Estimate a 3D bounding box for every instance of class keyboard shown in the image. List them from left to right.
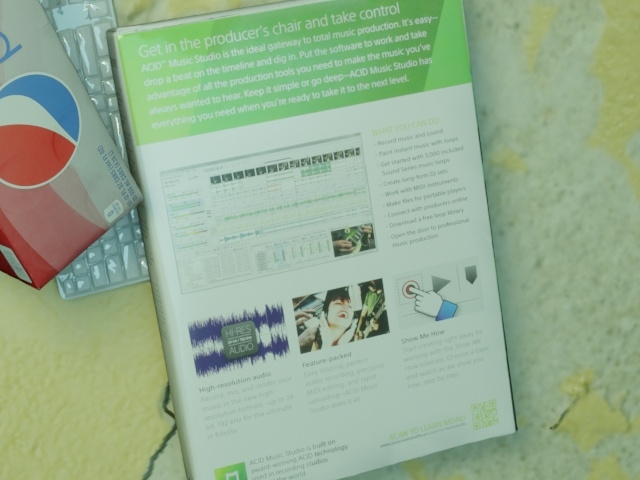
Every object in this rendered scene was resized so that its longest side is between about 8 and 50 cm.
[{"bbox_3d":[-0.157,-0.092,0.839,0.072,0.014,0.256,-13,103,-13],"label":"keyboard"}]

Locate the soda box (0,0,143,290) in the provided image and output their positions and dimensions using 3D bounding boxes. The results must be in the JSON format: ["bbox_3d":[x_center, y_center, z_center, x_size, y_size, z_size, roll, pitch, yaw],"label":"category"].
[{"bbox_3d":[-0.200,-0.102,0.717,0.092,0.083,0.263,-44,133,-24],"label":"soda box"}]

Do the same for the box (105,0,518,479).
[{"bbox_3d":[0.000,0.000,0.874,0.232,0.058,0.322,-12,104,-16],"label":"box"}]
